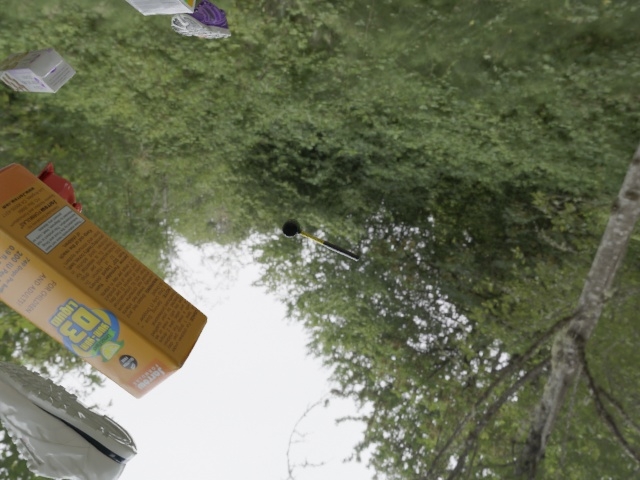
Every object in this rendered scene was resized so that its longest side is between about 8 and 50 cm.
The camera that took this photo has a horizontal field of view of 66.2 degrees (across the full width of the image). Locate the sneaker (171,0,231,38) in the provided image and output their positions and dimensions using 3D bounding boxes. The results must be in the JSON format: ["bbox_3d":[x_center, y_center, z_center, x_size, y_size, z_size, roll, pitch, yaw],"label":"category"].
[{"bbox_3d":[-0.245,-0.452,0.995,0.068,0.071,0.170,1,-163,18],"label":"sneaker"}]

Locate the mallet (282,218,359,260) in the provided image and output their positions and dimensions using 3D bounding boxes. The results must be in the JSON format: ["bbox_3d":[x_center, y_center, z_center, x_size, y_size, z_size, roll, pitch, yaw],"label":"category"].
[{"bbox_3d":[0.000,0.000,1.125,0.189,0.039,0.062,23,-171,-10],"label":"mallet"}]

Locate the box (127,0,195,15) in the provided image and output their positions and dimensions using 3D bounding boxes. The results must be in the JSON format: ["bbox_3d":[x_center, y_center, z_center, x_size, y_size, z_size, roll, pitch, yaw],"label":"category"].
[{"bbox_3d":[-0.277,-0.515,0.851,0.114,0.203,0.103,7,177,21],"label":"box"}]

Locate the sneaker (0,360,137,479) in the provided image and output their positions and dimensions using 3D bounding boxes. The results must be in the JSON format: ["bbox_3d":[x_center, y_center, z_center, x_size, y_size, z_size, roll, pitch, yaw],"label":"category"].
[{"bbox_3d":[-0.359,0.246,0.639,0.235,0.095,0.090,40,170,-7],"label":"sneaker"}]

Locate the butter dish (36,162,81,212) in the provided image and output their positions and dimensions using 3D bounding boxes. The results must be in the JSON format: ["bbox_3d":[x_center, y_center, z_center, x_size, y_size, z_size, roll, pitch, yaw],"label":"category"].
[{"bbox_3d":[-0.696,-0.096,1.303,0.118,0.160,0.160,13,-138,-8],"label":"butter dish"}]

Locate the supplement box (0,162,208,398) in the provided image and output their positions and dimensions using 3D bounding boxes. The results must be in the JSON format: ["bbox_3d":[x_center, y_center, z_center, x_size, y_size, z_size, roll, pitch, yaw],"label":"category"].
[{"bbox_3d":[-0.224,0.042,0.460,0.233,0.078,0.080,42,-154,-17],"label":"supplement box"}]

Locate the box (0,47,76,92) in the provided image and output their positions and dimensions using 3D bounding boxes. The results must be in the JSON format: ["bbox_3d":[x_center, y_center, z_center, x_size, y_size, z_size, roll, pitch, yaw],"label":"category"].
[{"bbox_3d":[-0.630,-0.367,1.069,0.324,0.063,0.067,19,-113,44],"label":"box"}]
